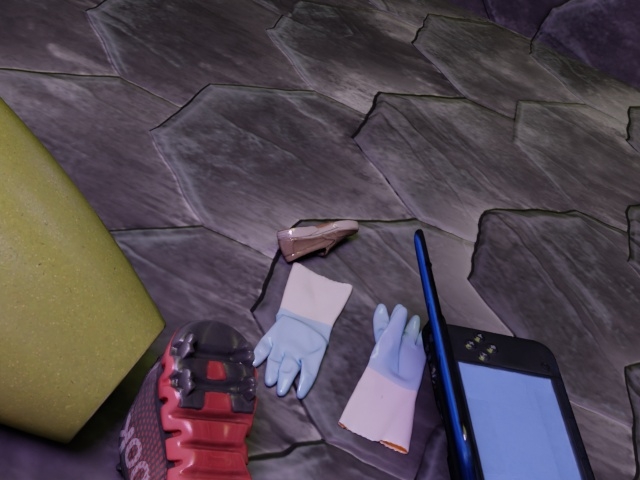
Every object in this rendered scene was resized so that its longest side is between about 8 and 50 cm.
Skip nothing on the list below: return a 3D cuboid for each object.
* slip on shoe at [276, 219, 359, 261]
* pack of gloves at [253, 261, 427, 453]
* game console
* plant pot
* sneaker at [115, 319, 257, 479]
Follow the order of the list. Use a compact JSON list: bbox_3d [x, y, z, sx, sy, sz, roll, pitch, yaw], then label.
[{"bbox_3d":[0.000,0.000,1.131,0.135,0.051,0.041,-8,85,-48],"label":"slip on shoe"},{"bbox_3d":[0.035,0.113,0.995,0.195,0.046,0.232,24,35,-1],"label":"pack of gloves"},{"bbox_3d":[0.200,0.159,0.903,0.250,0.173,0.293,12,41,-15],"label":"game console"},{"bbox_3d":[-0.294,0.036,0.758,0.293,0.275,0.275,41,35,-5],"label":"plant pot"},{"bbox_3d":[-0.116,0.213,0.736,0.098,0.135,0.276,16,57,-31],"label":"sneaker"}]
